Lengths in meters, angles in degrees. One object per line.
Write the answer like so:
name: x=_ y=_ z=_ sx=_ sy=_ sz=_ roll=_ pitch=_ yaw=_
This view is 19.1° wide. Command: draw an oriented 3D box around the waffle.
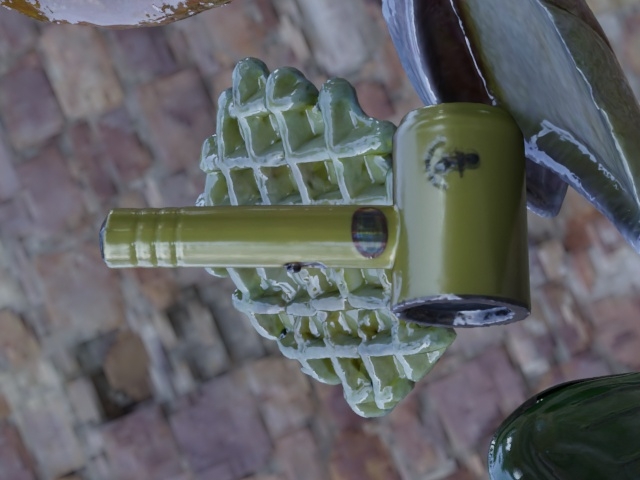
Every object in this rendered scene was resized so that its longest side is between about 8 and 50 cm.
waffle: x=0.000 y=0.000 z=1.604 sx=0.292 sy=0.056 sz=0.309 roll=43 pitch=143 yaw=17

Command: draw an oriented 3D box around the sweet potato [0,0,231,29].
sweet potato: x=-0.088 y=-0.180 z=1.150 sx=0.097 sy=0.292 sz=0.097 roll=-2 pitch=-90 yaw=-65

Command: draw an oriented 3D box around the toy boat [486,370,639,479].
toy boat: x=0.155 y=0.093 z=0.816 sx=0.210 sy=0.052 sz=0.104 roll=-6 pitch=-138 yaw=-43

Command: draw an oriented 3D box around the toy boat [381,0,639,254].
toy boat: x=0.135 y=-0.134 z=1.269 sx=0.276 sy=0.111 sz=0.293 roll=64 pitch=168 yaw=-9

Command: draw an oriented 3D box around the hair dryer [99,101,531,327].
hair dryer: x=-0.004 y=-0.016 z=1.242 sx=0.090 sy=0.279 sz=0.135 roll=84 pitch=-175 yaw=-77
